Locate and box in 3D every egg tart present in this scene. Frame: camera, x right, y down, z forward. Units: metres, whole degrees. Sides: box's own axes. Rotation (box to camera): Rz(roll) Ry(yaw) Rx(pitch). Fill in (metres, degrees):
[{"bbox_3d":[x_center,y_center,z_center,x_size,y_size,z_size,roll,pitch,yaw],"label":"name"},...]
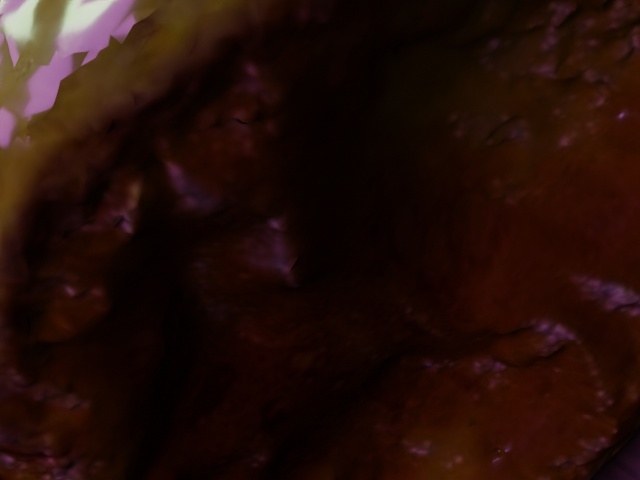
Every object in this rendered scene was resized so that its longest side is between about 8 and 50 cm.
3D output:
[{"bbox_3d":[0.000,0.000,0.513,0.443,0.443,0.178,-54,39,17],"label":"egg tart"}]
